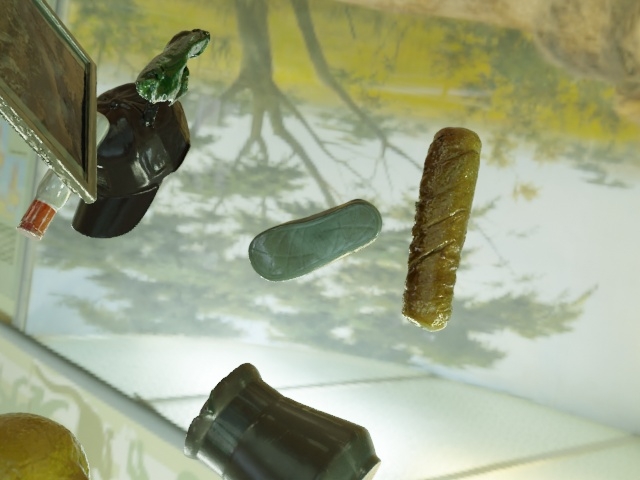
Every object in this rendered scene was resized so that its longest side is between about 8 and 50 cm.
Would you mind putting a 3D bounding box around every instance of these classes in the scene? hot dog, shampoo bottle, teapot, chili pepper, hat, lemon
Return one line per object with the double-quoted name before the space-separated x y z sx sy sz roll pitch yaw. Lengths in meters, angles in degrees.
"hot dog" 0.165 -0.019 1.224 0.088 0.286 0.061 4 171 16
"shampoo bottle" -0.409 -0.102 1.431 0.051 0.221 0.108 33 158 -19
"teapot" -0.082 0.446 1.875 0.362 0.305 0.376 36 173 16
"chili pepper" -0.220 -0.255 1.326 0.062 0.108 0.216 26 -155 -6
"hat" -0.400 -0.182 1.702 0.238 0.336 0.209 20 162 36
"lemon" -0.408 0.320 1.199 0.244 0.187 0.187 -3 180 21

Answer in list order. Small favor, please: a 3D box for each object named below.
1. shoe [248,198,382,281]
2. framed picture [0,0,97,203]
"shoe" 0.000 0.000 1.227 0.195 0.079 0.078 -22 174 20
"framed picture" -0.296 -0.185 0.926 0.209 0.019 0.281 54 -167 -41
